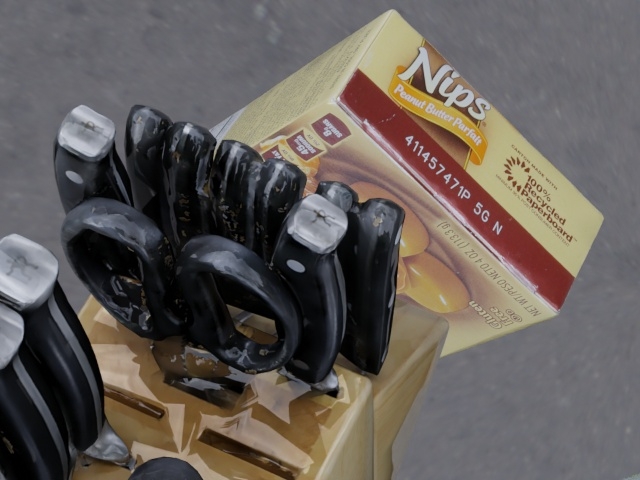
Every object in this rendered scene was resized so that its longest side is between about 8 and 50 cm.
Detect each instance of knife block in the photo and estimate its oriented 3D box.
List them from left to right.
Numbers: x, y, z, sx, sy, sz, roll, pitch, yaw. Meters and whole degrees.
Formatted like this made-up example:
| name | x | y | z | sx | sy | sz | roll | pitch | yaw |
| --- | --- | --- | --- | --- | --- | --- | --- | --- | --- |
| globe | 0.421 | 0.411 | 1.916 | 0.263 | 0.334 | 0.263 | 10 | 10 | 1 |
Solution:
| name | x | y | z | sx | sy | sz | roll | pitch | yaw |
| --- | --- | --- | --- | --- | --- | --- | --- | --- | --- |
| knife block | -0.050 | 0.094 | 0.459 | 0.088 | 0.242 | 0.275 | 23 | 109 | 14 |

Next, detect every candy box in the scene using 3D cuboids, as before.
| name | x | y | z | sx | sy | sz | roll | pitch | yaw |
| --- | --- | --- | --- | --- | --- | --- | --- | --- | --- |
| candy box | 0.000 | 0.000 | 1.005 | 0.183 | 0.316 | 0.087 | 43 | 54 | -15 |

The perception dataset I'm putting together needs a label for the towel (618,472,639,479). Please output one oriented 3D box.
| name | x | y | z | sx | sy | sz | roll | pitch | yaw |
| --- | --- | --- | --- | --- | --- | --- | --- | --- | --- |
| towel | 0.236 | 0.155 | 0.863 | 0.374 | 0.320 | 0.090 | -16 | 83 | -30 |
